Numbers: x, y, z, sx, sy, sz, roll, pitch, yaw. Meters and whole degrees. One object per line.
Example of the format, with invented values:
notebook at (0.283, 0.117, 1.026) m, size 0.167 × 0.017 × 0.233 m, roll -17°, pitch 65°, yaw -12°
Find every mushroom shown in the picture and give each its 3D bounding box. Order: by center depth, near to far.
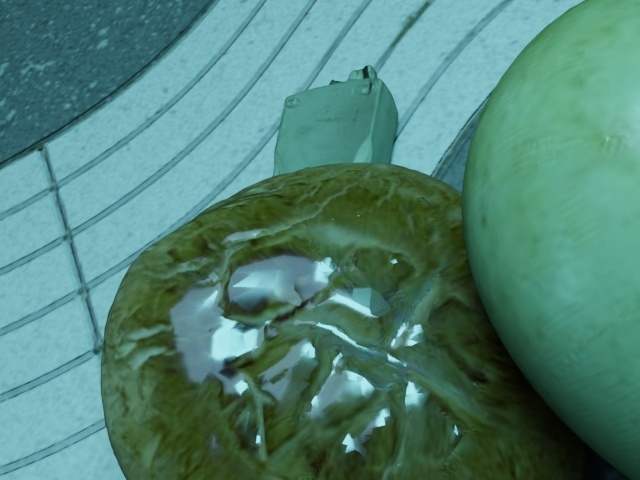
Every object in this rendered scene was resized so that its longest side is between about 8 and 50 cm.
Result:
mushroom at (0.016, 0.079, 0.664) m, size 0.278 × 0.146 × 0.278 m, roll 3°, pitch 64°, yaw -7°

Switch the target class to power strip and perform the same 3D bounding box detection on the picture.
power strip at (-0.001, -0.001, 0.835) m, size 0.080 × 0.048 × 0.286 m, roll -9°, pitch 49°, yaw 24°

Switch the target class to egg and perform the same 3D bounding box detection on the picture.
egg at (0.194, 0.018, 0.568) m, size 0.218 × 0.218 × 0.295 m, roll -30°, pitch 89°, yaw 0°
